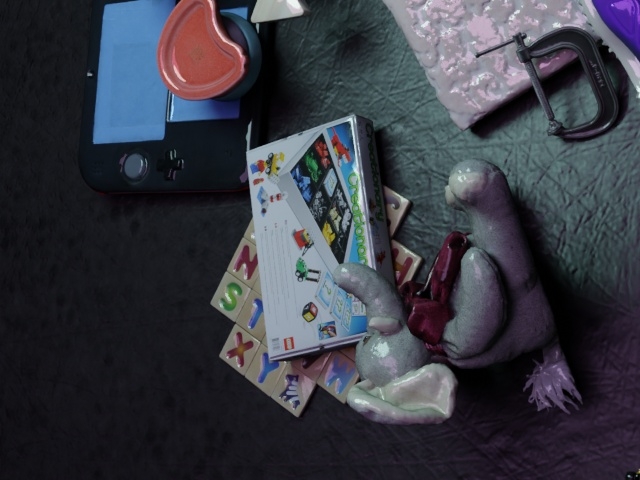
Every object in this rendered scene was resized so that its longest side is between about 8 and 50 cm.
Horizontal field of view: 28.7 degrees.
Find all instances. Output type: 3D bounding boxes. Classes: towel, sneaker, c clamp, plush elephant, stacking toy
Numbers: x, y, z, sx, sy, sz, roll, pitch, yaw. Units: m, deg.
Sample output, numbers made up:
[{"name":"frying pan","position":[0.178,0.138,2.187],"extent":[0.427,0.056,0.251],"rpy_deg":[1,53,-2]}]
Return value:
[{"name":"towel","position":[0.220,-0.353,1.566],"extent":[0.317,0.053,0.332],"rpy_deg":[-30,87,28]},{"name":"sneaker","position":[0.404,-0.234,1.395],"extent":[0.146,0.102,0.293],"rpy_deg":[-34,80,43]},{"name":"c clamp","position":[0.288,-0.193,1.541],"extent":[0.137,0.022,0.160],"rpy_deg":[-27,96,23]},{"name":"plush elephant","position":[0.136,0.088,1.490],"extent":[0.255,0.272,0.330],"rpy_deg":[-21,95,5]},{"name":"stacking toy","position":[-0.133,-0.367,1.798],"extent":[0.279,0.130,0.309],"rpy_deg":[-26,82,30]}]

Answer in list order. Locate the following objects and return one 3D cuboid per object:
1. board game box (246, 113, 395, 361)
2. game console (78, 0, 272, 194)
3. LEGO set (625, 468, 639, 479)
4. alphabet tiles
[{"name":"board game box","position":[0.000,0.000,1.716],"extent":[0.193,0.053,0.305],"rpy_deg":[-15,74,33]},{"name":"game console","position":[-0.225,-0.262,1.928],"extent":[0.342,0.060,0.386],"rpy_deg":[0,83,35]},{"name":"LEGO set","position":[0.502,0.289,1.292],"extent":[0.331,0.192,0.255],"rpy_deg":[-14,45,29]},{"name":"alphabet tiles","position":[-0.013,0.059,1.756],"extent":[0.285,0.011,0.342],"rpy_deg":[34,102,34]}]
